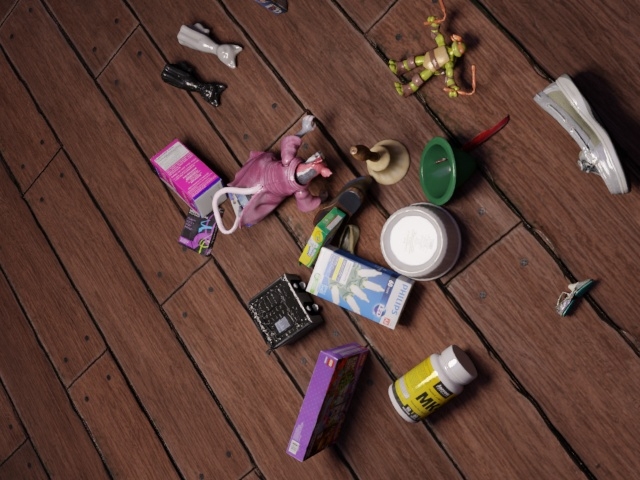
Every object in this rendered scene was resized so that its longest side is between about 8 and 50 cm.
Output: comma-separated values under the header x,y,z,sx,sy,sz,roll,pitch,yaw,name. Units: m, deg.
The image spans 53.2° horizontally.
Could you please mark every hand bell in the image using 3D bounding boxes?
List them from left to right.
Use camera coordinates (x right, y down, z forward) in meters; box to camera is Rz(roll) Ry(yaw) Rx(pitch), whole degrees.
x,y,z,sx,sy,sz,roll,pitch,yaw,name
0.131,-0.217,1.650,0.126,0.242,0.126,0,89,27,hand bell

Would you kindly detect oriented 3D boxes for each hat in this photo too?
x,y,z,sx,sy,sz,roll,pitch,yaw,name
0.381,-0.191,1.644,0.208,0.183,0.173,125,135,-62,hat

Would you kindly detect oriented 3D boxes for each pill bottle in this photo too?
x,y,z,sx,sy,sz,roll,pitch,yaw,name
0.287,0.363,1.629,0.208,0.119,0.119,-42,72,20,pill bottle

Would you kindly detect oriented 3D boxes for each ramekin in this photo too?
x,y,z,sx,sy,sz,roll,pitch,yaw,name
0.254,0.002,1.659,0.207,0.109,0.207,-1,88,27,ramekin

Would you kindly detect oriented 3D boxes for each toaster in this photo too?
x,y,z,sx,sy,sz,roll,pitch,yaw,name
-0.104,0.209,1.834,0.185,0.110,0.168,-38,73,21,toaster

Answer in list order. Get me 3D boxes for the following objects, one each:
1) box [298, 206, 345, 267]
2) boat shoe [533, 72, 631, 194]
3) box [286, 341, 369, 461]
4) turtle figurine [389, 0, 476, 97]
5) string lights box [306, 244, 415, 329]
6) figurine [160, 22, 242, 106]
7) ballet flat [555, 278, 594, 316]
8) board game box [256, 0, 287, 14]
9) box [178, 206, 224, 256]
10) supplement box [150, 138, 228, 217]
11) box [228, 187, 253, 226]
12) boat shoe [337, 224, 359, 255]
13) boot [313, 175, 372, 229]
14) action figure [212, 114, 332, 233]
x,y,z,sx,sy,sz,roll,pitch,yaw,name
0.000,0.000,1.756,0.043,0.105,0.179,38,139,6,box
0.613,-0.236,1.484,0.103,0.118,0.321,-33,71,28,boat shoe
0.023,0.426,1.715,0.057,0.201,0.294,23,99,26,box
0.290,-0.477,1.662,0.217,0.087,0.270,-20,89,33,turtle figurine
0.108,0.122,1.721,0.259,0.076,0.134,22,100,14,string lights box
-0.363,-0.551,2.002,0.209,0.092,0.215,30,101,16,figurine
0.599,0.128,1.522,0.041,0.041,0.114,41,106,21,ballet flat
-0.162,-0.803,1.852,0.042,0.165,0.244,-7,85,27,board game box
-0.378,-0.044,2.022,0.116,0.029,0.162,23,97,25,box
-0.404,-0.192,1.972,0.114,0.111,0.220,-41,67,-16,supplement box
-0.228,-0.113,1.949,0.081,0.028,0.136,-26,76,24,box
0.069,0.030,1.784,0.056,0.048,0.153,20,98,26,boat shoe
0.066,-0.098,1.784,0.082,0.106,0.219,46,139,-6,boot
-0.119,-0.180,1.751,0.370,0.275,0.248,-9,103,53,action figure
